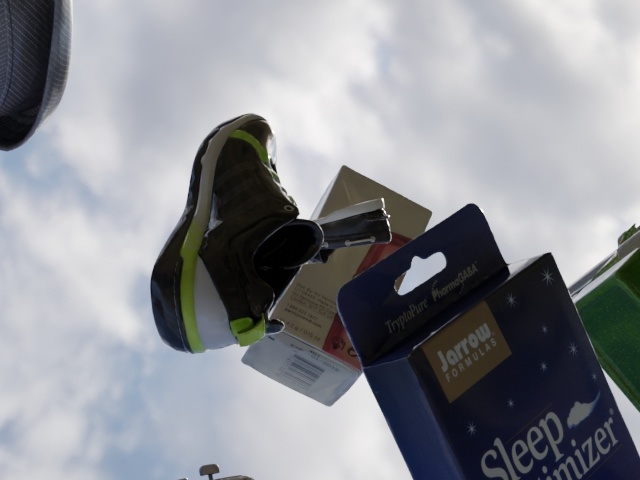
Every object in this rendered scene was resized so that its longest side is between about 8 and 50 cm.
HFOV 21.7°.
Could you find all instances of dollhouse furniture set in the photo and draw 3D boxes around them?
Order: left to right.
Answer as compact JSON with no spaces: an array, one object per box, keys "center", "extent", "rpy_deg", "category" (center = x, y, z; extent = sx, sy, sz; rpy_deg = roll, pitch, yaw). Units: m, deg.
[{"center":[0.270,0.093,1.434],"extent":[0.151,0.301,0.197],"rpy_deg":[47,-128,2],"category":"dollhouse furniture set"}]

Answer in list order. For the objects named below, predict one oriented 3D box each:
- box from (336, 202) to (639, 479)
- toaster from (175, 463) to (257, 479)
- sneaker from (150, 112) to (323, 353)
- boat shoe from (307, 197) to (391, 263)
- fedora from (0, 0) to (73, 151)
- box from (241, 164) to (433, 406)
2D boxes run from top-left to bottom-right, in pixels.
[{"center":[0.098,0.100,0.821],"extent":[0.136,0.036,0.225],"rpy_deg":[-31,-82,-47],"category":"box"},{"center":[-0.120,0.378,1.942],"extent":[0.129,0.146,0.227],"rpy_deg":[-5,-107,-33],"category":"toaster"},{"center":[-0.041,-0.002,1.131],"extent":[0.097,0.084,0.235],"rpy_deg":[-3,-141,15],"category":"sneaker"},{"center":[0.000,0.000,1.336],"extent":[0.046,0.125,0.038],"rpy_deg":[-11,-95,-66],"category":"boat shoe"},{"center":[-0.252,-0.177,0.998],"extent":[0.124,0.275,0.243],"rpy_deg":[-20,-147,-31],"category":"fedora"},{"center":[0.019,0.056,1.976],"extent":[0.126,0.148,0.232],"rpy_deg":[28,-116,-4],"category":"box"}]
